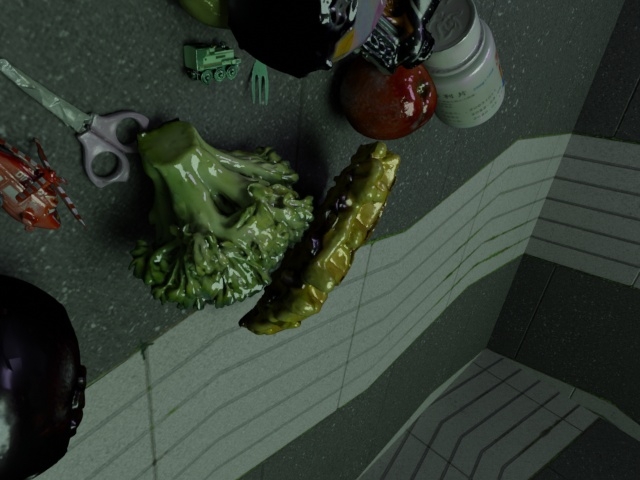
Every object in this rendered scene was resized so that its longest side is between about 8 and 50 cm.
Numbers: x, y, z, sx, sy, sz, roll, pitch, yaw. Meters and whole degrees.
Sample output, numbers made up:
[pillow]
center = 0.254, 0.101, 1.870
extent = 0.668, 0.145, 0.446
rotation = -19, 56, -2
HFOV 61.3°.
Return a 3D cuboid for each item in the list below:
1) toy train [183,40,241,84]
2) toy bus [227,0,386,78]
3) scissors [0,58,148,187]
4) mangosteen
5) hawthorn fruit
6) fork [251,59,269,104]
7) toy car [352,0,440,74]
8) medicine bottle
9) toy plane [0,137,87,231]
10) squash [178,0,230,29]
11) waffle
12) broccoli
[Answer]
[toy train]
center = -0.147, -0.246, 0.741
extent = 0.083, 0.033, 0.053
rotation = -29, 135, -41
[toy bus]
center = 0.001, -0.377, 0.554
extent = 0.162, 0.171, 0.386
rotation = -35, 142, -38
[scissors]
center = -0.287, -0.143, 0.639
extent = 0.110, 0.021, 0.212
rotation = -57, 151, -7
[mangosteen]
center = -0.394, 0.166, 0.556
extent = 0.287, 0.287, 0.233
rotation = -23, 94, -45
[hawthorn fruit]
center = 0.125, -0.263, 0.990
extent = 0.173, 0.173, 0.173
rotation = -36, 142, -34
[fork]
center = -0.068, -0.321, 0.805
extent = 0.039, 0.021, 0.235
rotation = -15, 127, -55
[toy car]
center = 0.134, -0.423, 0.853
extent = 0.193, 0.118, 0.301
rotation = 27, 89, -32
[medicine bottle]
center = 0.281, -0.368, 1.121
extent = 0.170, 0.170, 0.293
rotation = -58, 150, -2
[toy plane]
center = -0.337, -0.077, 0.553
extent = 0.077, 0.126, 0.194
rotation = -30, 150, 5
[squash]
center = -0.078, -0.317, 0.714
extent = 0.250, 0.083, 0.083
rotation = -13, 127, -43
[waffle]
center = 0.000, 0.000, 0.944
extent = 0.380, 0.095, 0.382
rotation = -60, -171, -23
[broccoli]
center = -0.141, -0.055, 0.750
extent = 0.247, 0.288, 0.246
rotation = -18, 134, 4
